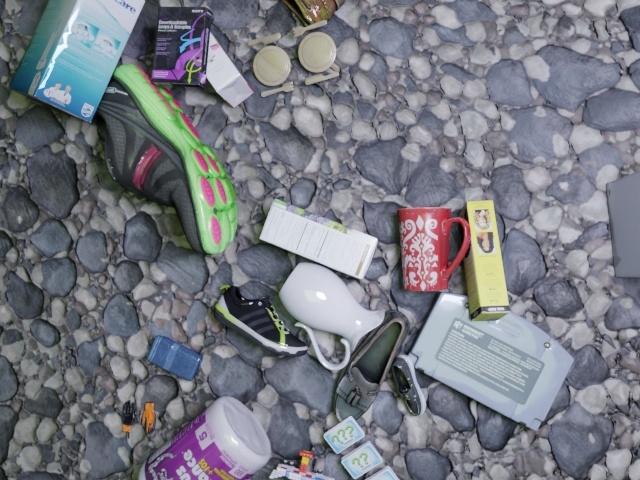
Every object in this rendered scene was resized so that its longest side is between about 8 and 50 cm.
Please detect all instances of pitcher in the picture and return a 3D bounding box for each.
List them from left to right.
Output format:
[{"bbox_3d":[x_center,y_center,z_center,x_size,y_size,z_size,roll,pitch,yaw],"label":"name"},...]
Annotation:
[{"bbox_3d":[0.004,0.159,1.084,0.207,0.125,0.177,34,96,2],"label":"pitcher"}]

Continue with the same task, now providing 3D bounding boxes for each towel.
[{"bbox_3d":[-0.328,0.265,1.159,0.119,0.029,0.067,25,90,8],"label":"towel"}]

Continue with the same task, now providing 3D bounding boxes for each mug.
[{"bbox_3d":[0.223,0.018,1.057,0.113,0.150,0.169,-1,90,-19],"label":"mug"}]

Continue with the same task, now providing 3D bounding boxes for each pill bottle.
[{"bbox_3d":[-0.265,0.481,1.068,0.301,0.169,0.169,-41,83,3],"label":"pill bottle"}]

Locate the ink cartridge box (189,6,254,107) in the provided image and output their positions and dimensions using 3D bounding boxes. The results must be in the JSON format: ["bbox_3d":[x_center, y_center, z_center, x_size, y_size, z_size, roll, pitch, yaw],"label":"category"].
[{"bbox_3d":[-0.242,-0.407,1.150,0.067,0.115,0.198,-35,82,5],"label":"ink cartridge box"}]

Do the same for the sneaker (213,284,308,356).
[{"bbox_3d":[-0.125,0.169,1.114,0.235,0.084,0.097,26,88,8],"label":"sneaker"}]

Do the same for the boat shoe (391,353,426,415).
[{"bbox_3d":[0.179,0.307,1.072,0.049,0.040,0.142,-7,105,47],"label":"boat shoe"}]

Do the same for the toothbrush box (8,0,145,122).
[{"bbox_3d":[-0.541,-0.431,1.135,0.216,0.126,0.295,22,89,44],"label":"toothbrush box"}]

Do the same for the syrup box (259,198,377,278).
[{"bbox_3d":[0.000,0.000,1.106,0.237,0.093,0.096,21,88,8],"label":"syrup box"}]

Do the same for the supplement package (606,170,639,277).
[{"bbox_3d":[0.665,-0.035,0.945,0.145,0.262,0.204,-4,86,7],"label":"supplement package"}]

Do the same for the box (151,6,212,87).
[{"bbox_3d":[-0.294,-0.409,1.086,0.116,0.029,0.162,7,92,15],"label":"box"}]

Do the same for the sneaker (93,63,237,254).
[{"bbox_3d":[-0.345,-0.157,1.132,0.202,0.185,0.483,-37,74,12],"label":"sneaker"}]

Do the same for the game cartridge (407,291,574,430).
[{"bbox_3d":[0.353,0.236,1.070,0.297,0.062,0.198,27,85,8],"label":"game cartridge"}]

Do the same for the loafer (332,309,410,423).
[{"bbox_3d":[0.100,0.266,1.081,0.096,0.084,0.267,29,90,8],"label":"loafer"}]

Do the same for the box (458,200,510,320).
[{"bbox_3d":[0.327,0.041,1.040,0.058,0.087,0.232,-3,69,1],"label":"box"}]

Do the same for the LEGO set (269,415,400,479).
[{"bbox_3d":[0.019,0.509,1.074,0.244,0.060,0.182,-36,91,11],"label":"LEGO set"}]

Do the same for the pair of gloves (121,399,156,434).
[{"bbox_3d":[-0.413,0.402,1.170,0.083,0.010,0.074,2,88,10],"label":"pair of gloves"}]

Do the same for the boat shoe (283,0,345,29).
[{"bbox_3d":[-0.091,-0.600,1.147,0.307,0.111,0.104,42,91,8],"label":"boat shoe"}]

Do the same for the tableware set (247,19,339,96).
[{"bbox_3d":[-0.057,-0.409,1.166,0.194,0.039,0.128,-12,100,11],"label":"tableware set"}]
